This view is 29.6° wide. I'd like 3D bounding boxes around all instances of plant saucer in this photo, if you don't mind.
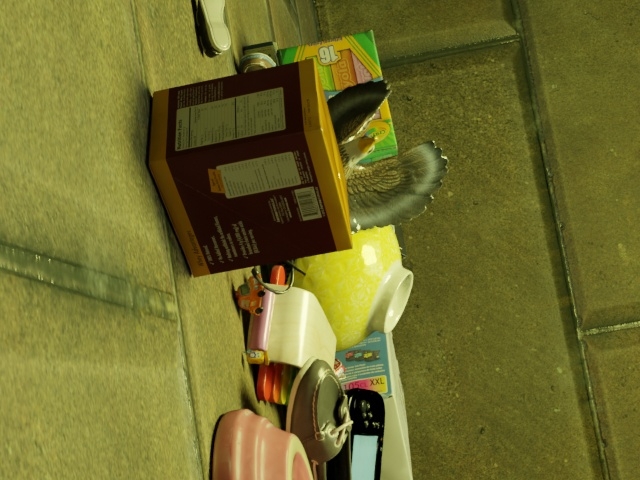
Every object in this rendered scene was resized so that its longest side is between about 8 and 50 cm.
[{"bbox_3d":[-0.050,0.364,1.452,0.332,0.084,0.332,-10,90,-84],"label":"plant saucer"}]

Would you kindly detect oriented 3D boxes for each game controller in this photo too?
[{"bbox_3d":[0.052,0.392,1.897,0.166,0.067,0.319,18,76,-55],"label":"game controller"}]

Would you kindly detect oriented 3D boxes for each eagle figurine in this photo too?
[{"bbox_3d":[0.034,-0.121,1.921,0.298,0.225,0.226,-22,115,-49],"label":"eagle figurine"}]

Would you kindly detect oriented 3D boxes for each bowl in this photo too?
[{"bbox_3d":[0.063,0.077,2.052,0.289,0.156,0.289,-55,159,-34],"label":"bowl"}]

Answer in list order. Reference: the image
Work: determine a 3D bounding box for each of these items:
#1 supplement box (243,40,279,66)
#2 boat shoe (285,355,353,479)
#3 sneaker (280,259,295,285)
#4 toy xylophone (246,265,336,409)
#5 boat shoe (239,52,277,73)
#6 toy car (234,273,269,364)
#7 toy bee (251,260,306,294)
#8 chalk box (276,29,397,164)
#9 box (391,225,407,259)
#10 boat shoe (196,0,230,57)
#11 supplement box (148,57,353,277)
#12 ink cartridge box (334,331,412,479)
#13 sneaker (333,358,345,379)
[{"bbox_3d":[-0.104,-0.323,2.252,0.083,0.056,0.083,-61,141,-81],"label":"supplement box"},{"bbox_3d":[0.014,0.302,1.700,0.112,0.095,0.335,-50,150,-46],"label":"boat shoe"},{"bbox_3d":[-0.038,0.056,2.202,0.073,0.063,0.162,55,33,-60],"label":"sneaker"},{"bbox_3d":[-0.039,0.196,1.831,0.322,0.081,0.236,74,21,-58],"label":"toy xylophone"},{"bbox_3d":[-0.099,-0.255,2.135,0.183,0.066,0.066,71,12,-57],"label":"boat shoe"},{"bbox_3d":[-0.094,0.107,1.668,0.060,0.041,0.122,108,-23,-54],"label":"toy car"},{"bbox_3d":[-0.052,-0.106,1.661,0.195,0.162,0.298,-37,92,-41],"label":"toy bee"},{"bbox_3d":[0.040,-0.200,2.174,0.180,0.179,0.289,72,6,-81],"label":"chalk box"},{"bbox_3d":[0.034,-0.101,2.403,0.307,0.076,0.242,26,46,-41],"label":"box"},{"bbox_3d":[-0.163,-0.329,1.785,0.046,0.038,0.125,-3,73,-42],"label":"boat shoe"},{"bbox_3d":[-0.078,-0.080,1.400,0.129,0.194,0.191,-95,172,-45],"label":"supplement box"},{"bbox_3d":[0.102,0.325,2.658,0.395,0.151,0.270,-88,167,-57],"label":"ink cartridge box"},{"bbox_3d":[0.016,0.272,2.327,0.118,0.067,0.042,-94,171,-48],"label":"sneaker"}]
